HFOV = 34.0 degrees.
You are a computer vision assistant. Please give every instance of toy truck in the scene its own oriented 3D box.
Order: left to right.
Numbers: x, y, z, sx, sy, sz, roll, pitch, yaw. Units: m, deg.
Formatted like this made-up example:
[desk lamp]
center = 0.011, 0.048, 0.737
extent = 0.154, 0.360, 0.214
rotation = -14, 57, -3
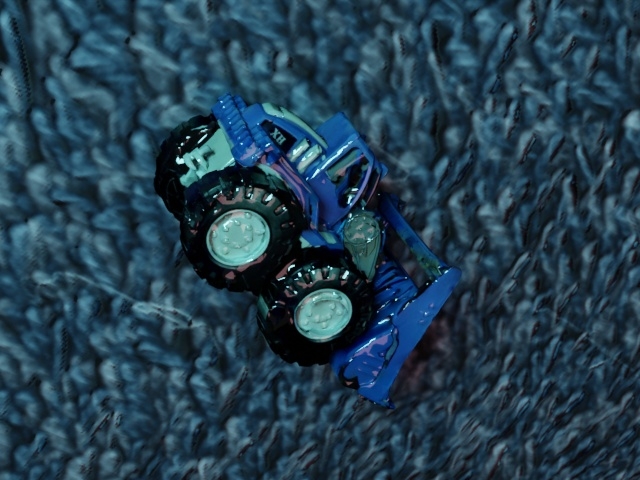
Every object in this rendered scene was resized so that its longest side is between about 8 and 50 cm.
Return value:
[toy truck]
center = 0.000, 0.000, 0.660
extent = 0.126, 0.113, 0.208
rotation = -39, 124, 4
